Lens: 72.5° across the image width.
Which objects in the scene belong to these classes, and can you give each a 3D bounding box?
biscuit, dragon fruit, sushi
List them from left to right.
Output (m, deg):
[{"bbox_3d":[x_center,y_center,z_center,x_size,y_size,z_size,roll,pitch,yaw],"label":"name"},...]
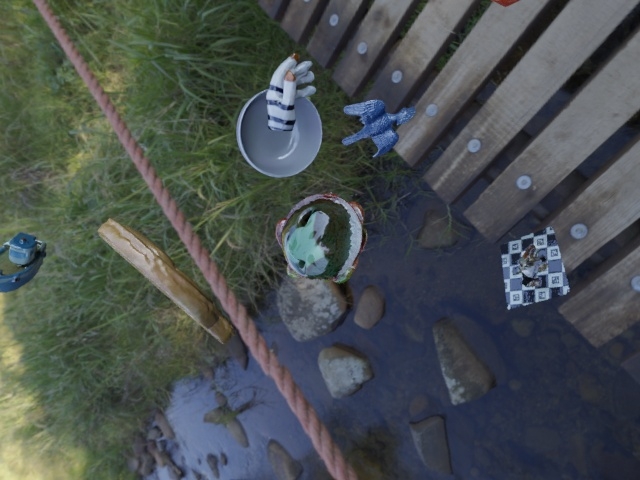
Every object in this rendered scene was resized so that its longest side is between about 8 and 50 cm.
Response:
[{"bbox_3d":[-0.203,0.067,0.622,0.202,0.044,0.288,30,160,29],"label":"biscuit"},{"bbox_3d":[0.000,0.000,1.248,0.268,0.130,0.295,38,99,9],"label":"dragon fruit"},{"bbox_3d":[0.631,0.085,1.287,0.193,0.040,0.210,-31,50,49],"label":"sushi"}]

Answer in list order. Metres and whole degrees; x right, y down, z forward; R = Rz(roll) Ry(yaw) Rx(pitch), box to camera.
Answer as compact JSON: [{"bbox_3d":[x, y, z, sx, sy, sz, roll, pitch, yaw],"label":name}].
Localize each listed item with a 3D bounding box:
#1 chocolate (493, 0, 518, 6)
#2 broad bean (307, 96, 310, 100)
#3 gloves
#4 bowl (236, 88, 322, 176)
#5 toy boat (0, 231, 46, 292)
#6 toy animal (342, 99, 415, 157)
[{"bbox_3d":[0.448,-0.663,0.930,0.235,0.108,0.237,1,112,56],"label":"chocolate"},{"bbox_3d":[-0.069,-0.518,1.629,0.083,0.063,0.045,34,158,52],"label":"broad bean"},{"bbox_3d":[-0.101,-0.441,1.304,0.132,0.140,0.218,14,110,26],"label":"gloves"},{"bbox_3d":[-0.150,-0.363,1.476,0.144,0.287,0.286,-148,54,-63],"label":"bowl"},{"bbox_3d":[-0.683,0.034,0.970,0.088,0.215,0.102,18,114,-14],"label":"toy boat"},{"bbox_3d":[0.197,-0.406,1.531,0.255,0.239,0.176,-38,32,3],"label":"toy animal"}]
